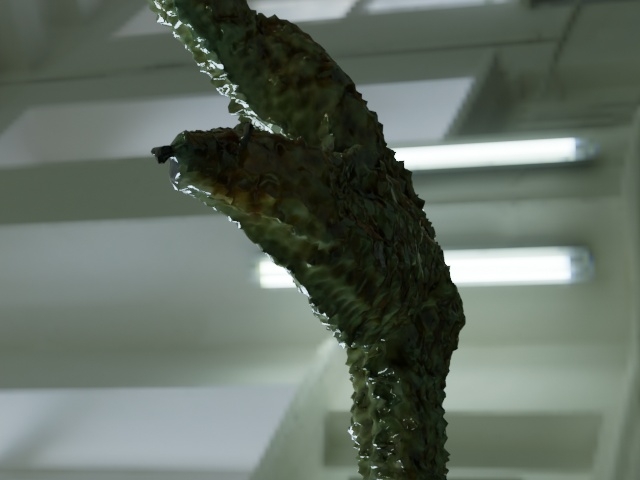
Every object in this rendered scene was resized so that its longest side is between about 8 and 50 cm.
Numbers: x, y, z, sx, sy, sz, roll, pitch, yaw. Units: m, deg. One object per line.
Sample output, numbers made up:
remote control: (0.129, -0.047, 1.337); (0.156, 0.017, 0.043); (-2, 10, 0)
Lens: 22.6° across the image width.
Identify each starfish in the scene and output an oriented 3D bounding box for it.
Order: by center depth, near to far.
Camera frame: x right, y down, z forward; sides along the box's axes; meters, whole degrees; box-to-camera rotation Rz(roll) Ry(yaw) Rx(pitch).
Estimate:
starfish: (0.002, -0.002, 0.590); (0.358, 0.078, 0.347); (-102, -11, -57)
